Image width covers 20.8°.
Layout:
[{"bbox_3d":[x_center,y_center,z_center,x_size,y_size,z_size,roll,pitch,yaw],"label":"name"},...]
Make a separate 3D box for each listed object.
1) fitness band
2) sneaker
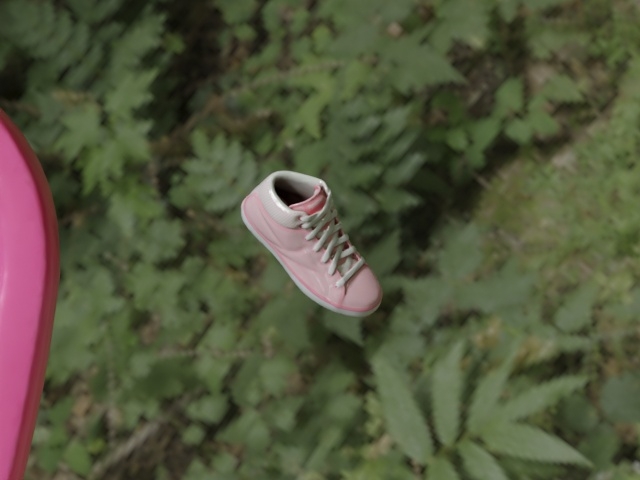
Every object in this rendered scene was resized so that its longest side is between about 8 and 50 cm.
[{"bbox_3d":[-0.239,0.049,0.859,0.054,0.209,0.291,-36,-44,-89],"label":"fitness band"},{"bbox_3d":[0.000,0.000,1.333,0.051,0.134,0.070,-45,-4,-33],"label":"sneaker"}]
